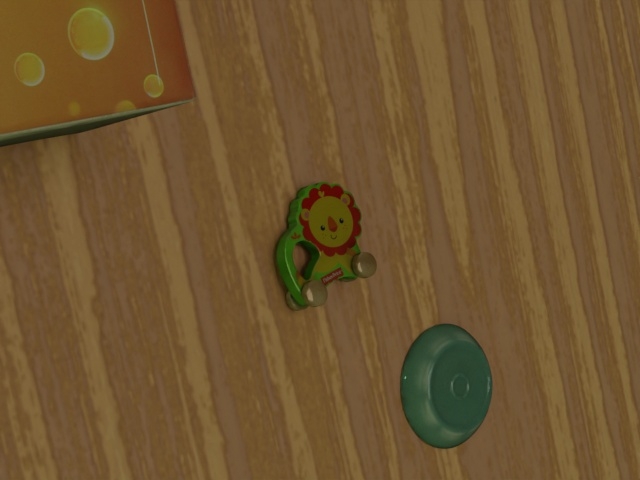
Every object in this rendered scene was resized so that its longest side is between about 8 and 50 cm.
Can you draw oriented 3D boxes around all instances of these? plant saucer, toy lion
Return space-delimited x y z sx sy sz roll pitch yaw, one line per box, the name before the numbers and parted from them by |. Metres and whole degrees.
plant saucer | 0.127 0.139 1.211 0.119 0.021 0.119 4 84 -40
toy lion | 0.000 0.000 1.113 0.100 0.034 0.096 -29 98 -37

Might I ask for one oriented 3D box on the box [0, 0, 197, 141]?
box | -0.281 -0.154 0.799 0.345 0.168 0.214 -17 97 -40
